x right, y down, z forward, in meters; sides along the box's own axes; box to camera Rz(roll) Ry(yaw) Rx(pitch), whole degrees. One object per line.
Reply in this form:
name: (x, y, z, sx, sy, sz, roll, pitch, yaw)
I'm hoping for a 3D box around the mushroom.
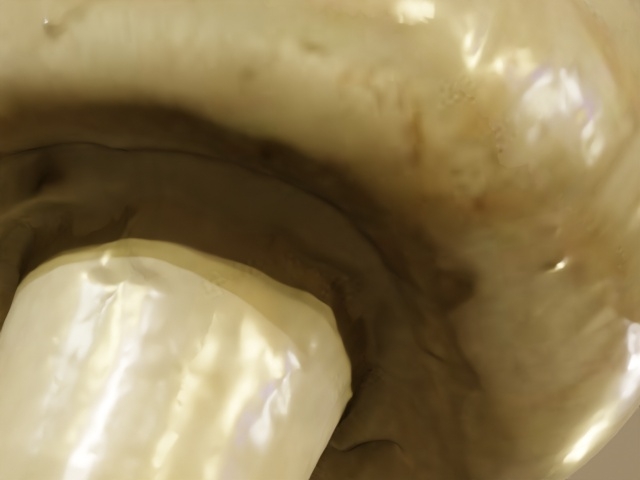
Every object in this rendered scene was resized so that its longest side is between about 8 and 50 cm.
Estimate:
mushroom: (-0.028, 0.013, 0.594, 0.297, 0.290, 0.297, 11, -35, 8)
